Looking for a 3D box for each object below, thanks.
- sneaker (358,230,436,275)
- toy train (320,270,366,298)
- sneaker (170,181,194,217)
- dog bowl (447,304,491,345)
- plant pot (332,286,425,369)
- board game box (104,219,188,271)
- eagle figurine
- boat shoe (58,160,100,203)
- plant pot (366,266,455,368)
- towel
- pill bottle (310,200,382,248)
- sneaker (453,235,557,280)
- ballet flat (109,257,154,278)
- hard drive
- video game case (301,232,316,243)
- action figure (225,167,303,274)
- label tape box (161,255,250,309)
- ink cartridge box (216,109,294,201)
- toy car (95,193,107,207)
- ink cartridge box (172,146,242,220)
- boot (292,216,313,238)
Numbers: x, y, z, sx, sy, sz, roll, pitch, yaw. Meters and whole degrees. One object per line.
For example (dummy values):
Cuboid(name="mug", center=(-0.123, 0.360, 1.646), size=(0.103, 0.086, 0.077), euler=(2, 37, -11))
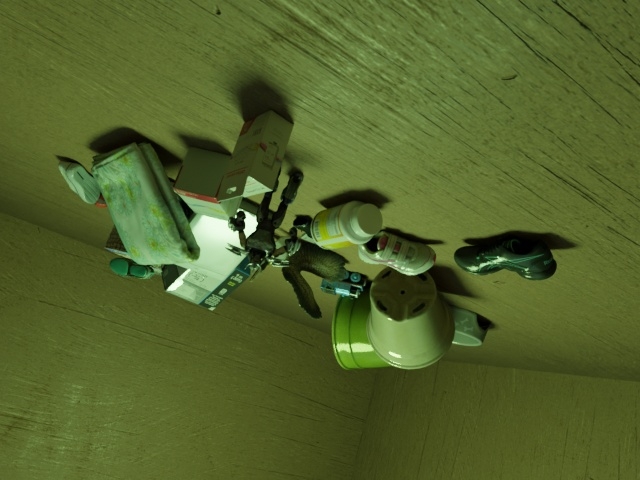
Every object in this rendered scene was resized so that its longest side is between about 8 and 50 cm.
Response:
Cuboid(name="sneaker", center=(0.216, 0.033, 1.502), size=(0.252, 0.103, 0.111), euler=(7, 162, 25))
Cuboid(name="toy train", center=(0.091, 0.177, 2.058), size=(0.184, 0.105, 0.080), euler=(13, 163, 13))
Cuboid(name="sneaker", center=(-0.489, -0.085, 1.704), size=(0.101, 0.153, 0.268), euler=(11, 162, 18))
Cuboid(name="dog bowl", center=(0.575, 0.380, 2.248), size=(0.348, 0.102, 0.349), euler=(16, 163, 5))
Cuboid(name="plant pot", center=(0.288, 0.367, 2.092), size=(0.352, 0.367, 0.366), euler=(-2, 156, 29))
Cuboid(name="board game box", center=(-0.638, -0.013, 1.934), size=(0.141, 0.232, 0.291), euler=(10, 161, 23))
Cuboid(name="eagle figurine", center=(-0.070, 0.115, 1.857), size=(0.298, 0.226, 0.225), euler=(30, -158, 10))
Cuboid(name="boat shoe", center=(-0.861, -0.216, 1.802), size=(0.075, 0.083, 0.226), euler=(26, 153, 9))
Cuboid(name="plant pot", center=(0.306, 0.245, 1.795), size=(0.333, 0.334, 0.305), euler=(10, 150, 22))
Cuboid(name="towel", center=(-0.531, -0.097, 1.495), size=(0.320, 0.090, 0.375), euler=(-2, 115, 47))
Cuboid(name="pill bottle", center=(0.072, -0.042, 1.377), size=(0.117, 0.117, 0.215), euler=(26, 161, -27))
Cuboid(name="sneaker", center=(0.473, 0.030, 1.316), size=(0.267, 0.101, 0.106), euler=(3, 136, 40))
Cuboid(name="ballet flat", center=(-0.699, 0.108, 1.875), size=(0.188, 0.070, 0.070), euler=(14, 163, 23))
Cuboid(name="hard drive", center=(-0.341, -0.008, 1.681), size=(0.233, 0.047, 0.353), euler=(24, 129, -28))
Cuboid(name="video game case", center=(0.000, 0.000, 1.754), size=(0.122, 0.011, 0.087), euler=(21, 162, -14))
Cuboid(name="action figure", center=(-0.131, -0.050, 1.257), size=(0.185, 0.285, 0.099), euler=(20, 162, -13))
Cuboid(name="label tape box", center=(-0.399, 0.095, 1.912), size=(0.240, 0.333, 0.106), euler=(34, -160, -44))
Cuboid(name="ink cartridge box", center=(-0.139, -0.163, 1.062), size=(0.067, 0.198, 0.115), euler=(29, 159, -34))
Cuboid(name="toy car", center=(-0.790, -0.125, 2.028), size=(0.224, 0.053, 0.239), euler=(7, 160, 30))
Cuboid(name="ink cartridge box", center=(-0.295, -0.148, 1.372), size=(0.127, 0.128, 0.176), euler=(14, 162, 11))
Cuboid(name="boot", center=(-0.023, -0.040, 1.603), size=(0.121, 0.045, 0.099), euler=(4, 156, 38))
